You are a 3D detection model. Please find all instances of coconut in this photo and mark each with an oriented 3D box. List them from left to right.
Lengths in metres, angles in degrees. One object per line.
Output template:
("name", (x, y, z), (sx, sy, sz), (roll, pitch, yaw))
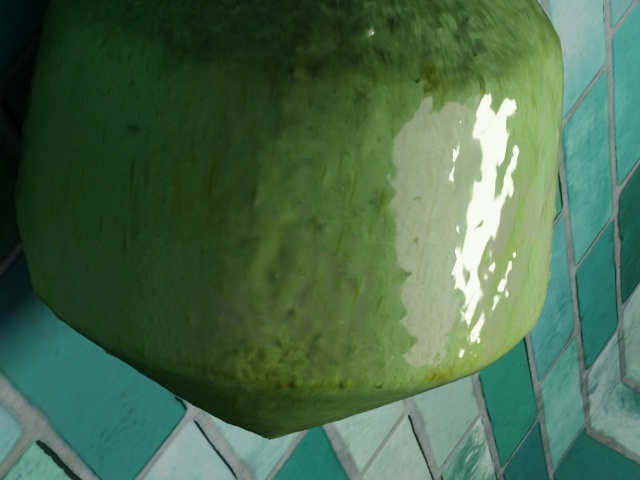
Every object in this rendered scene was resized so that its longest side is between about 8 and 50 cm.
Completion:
("coconut", (-0.013, -0.035, 0.884), (0.328, 0.281, 0.328), (-24, 125, -40))
